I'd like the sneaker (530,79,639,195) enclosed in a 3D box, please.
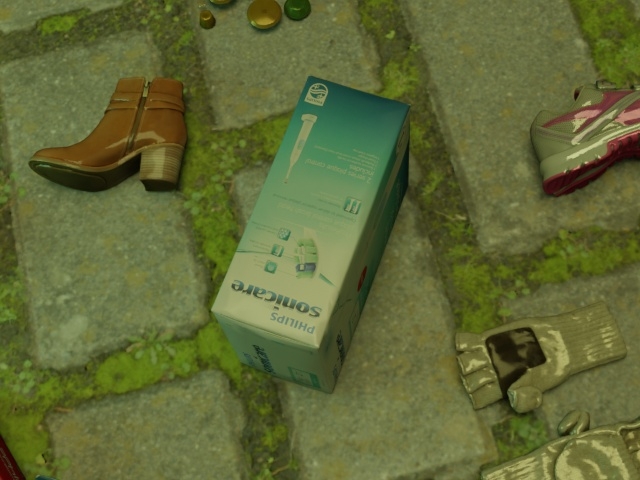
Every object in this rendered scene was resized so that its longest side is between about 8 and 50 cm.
[{"bbox_3d":[0.371,-0.156,1.262,0.252,0.103,0.111,-22,70,-5],"label":"sneaker"}]

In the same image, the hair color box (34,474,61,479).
[{"bbox_3d":[-0.274,0.433,1.034,0.105,0.174,0.347,12,70,20],"label":"hair color box"}]

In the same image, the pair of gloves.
[{"bbox_3d":[0.271,0.196,1.165,0.204,0.042,0.240,-11,69,-1],"label":"pair of gloves"}]

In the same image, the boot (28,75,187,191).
[{"bbox_3d":[-0.271,-0.143,1.321,0.197,0.073,0.152,4,70,-7],"label":"boot"}]

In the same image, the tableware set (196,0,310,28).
[{"bbox_3d":[-0.095,-0.330,1.408,0.154,0.024,0.104,-16,72,-3],"label":"tableware set"}]

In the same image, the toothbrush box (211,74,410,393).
[{"bbox_3d":[0.000,0.000,1.167,0.126,0.216,0.296,19,70,11],"label":"toothbrush box"}]

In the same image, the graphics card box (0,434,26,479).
[{"bbox_3d":[-0.503,0.356,1.130,0.371,0.094,0.233,-34,70,-8],"label":"graphics card box"}]
